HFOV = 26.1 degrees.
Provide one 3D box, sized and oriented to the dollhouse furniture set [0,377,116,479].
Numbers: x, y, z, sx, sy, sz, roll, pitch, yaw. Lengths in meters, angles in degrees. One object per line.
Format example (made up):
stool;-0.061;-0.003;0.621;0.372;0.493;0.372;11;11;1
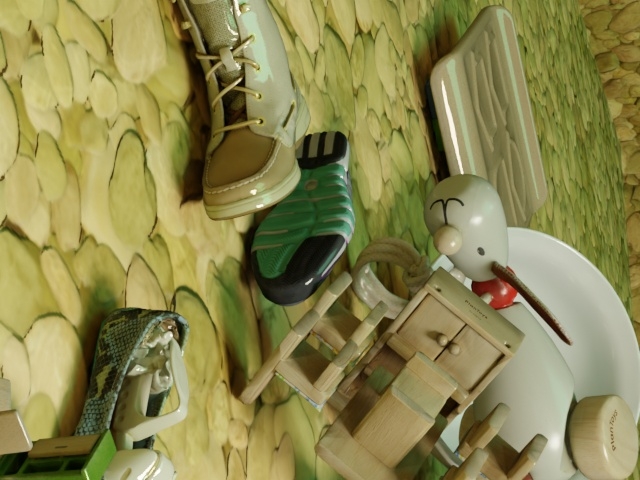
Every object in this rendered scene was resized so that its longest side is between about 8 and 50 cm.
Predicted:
dollhouse furniture set;-0.162;0.063;0.710;0.076;0.059;0.151;-64;142;-60

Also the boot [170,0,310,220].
boot;-0.067;-0.123;1.047;0.213;0.077;0.165;-75;152;-60

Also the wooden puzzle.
wooden puzzle;0.221;-0.134;1.908;0.348;0.081;0.322;-48;127;-61

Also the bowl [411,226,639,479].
bowl;0.194;0.144;1.510;0.134;0.298;0.297;148;-58;-62

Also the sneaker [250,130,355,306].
sneaker;0.000;0.000;1.185;0.223;0.083;0.098;-75;155;-51

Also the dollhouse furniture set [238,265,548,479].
dollhouse furniture set;0.056;0.149;1.135;0.212;0.161;0.242;39;30;4

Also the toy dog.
toy dog;0.160;0.122;1.282;0.333;0.220;0.161;49;37;-6

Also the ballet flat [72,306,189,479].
ballet flat;-0.113;0.117;0.822;0.070;0.070;0.188;58;30;-50
